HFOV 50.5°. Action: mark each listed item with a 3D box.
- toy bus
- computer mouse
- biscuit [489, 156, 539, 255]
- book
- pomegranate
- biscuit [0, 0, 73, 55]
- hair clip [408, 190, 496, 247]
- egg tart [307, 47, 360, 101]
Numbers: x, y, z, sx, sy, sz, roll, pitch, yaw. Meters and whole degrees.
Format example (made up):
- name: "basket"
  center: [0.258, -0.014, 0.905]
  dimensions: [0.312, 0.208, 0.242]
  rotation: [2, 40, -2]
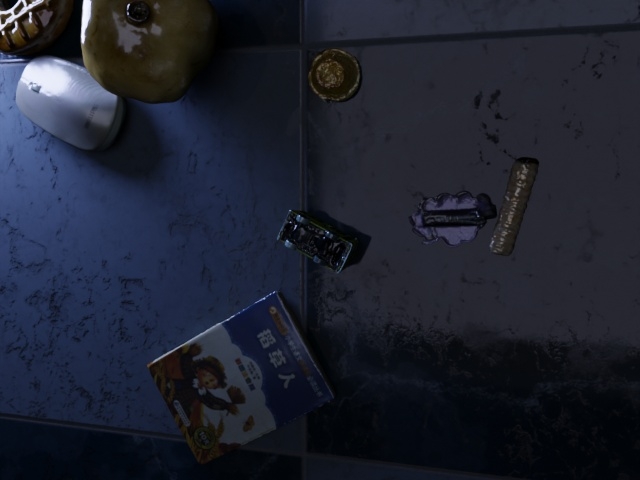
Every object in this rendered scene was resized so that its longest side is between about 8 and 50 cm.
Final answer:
- name: "toy bus"
  center: [0.000, 0.000, 1.583]
  dimensions: [0.175, 0.101, 0.088]
  rotation: [29, 103, 18]
- name: "computer mouse"
  center: [-0.651, -0.358, 1.757]
  dimensions: [0.331, 0.095, 0.197]
  rotation: [26, 98, 13]
- name: "biscuit"
  center: [0.417, -0.075, 1.471]
  dimensions: [0.061, 0.055, 0.219]
  rotation: [8, 100, -26]
- name: "book"
  center: [-0.205, 0.351, 1.710]
  dimensions: [0.428, 0.039, 0.300]
  rotation: [-31, 86, 17]
- name: "pomegranate"
  center: [-0.399, -0.479, 1.556]
  dimensions: [0.333, 0.332, 0.332]
  rotation: [2, 95, 17]
- name: "biscuit"
  center: [-0.793, -0.646, 1.767]
  dimensions: [0.332, 0.103, 0.331]
  rotation: [2, 96, 18]
- name: "hair clip"
  center: [0.292, -0.046, 1.518]
  dimensions: [0.196, 0.052, 0.124]
  rotation: [-6, 87, 22]
- name: "egg tart"
  center: [0.028, -0.384, 1.567]
  dimensions: [0.129, 0.049, 0.128]
  rotation: [1, 94, 15]
